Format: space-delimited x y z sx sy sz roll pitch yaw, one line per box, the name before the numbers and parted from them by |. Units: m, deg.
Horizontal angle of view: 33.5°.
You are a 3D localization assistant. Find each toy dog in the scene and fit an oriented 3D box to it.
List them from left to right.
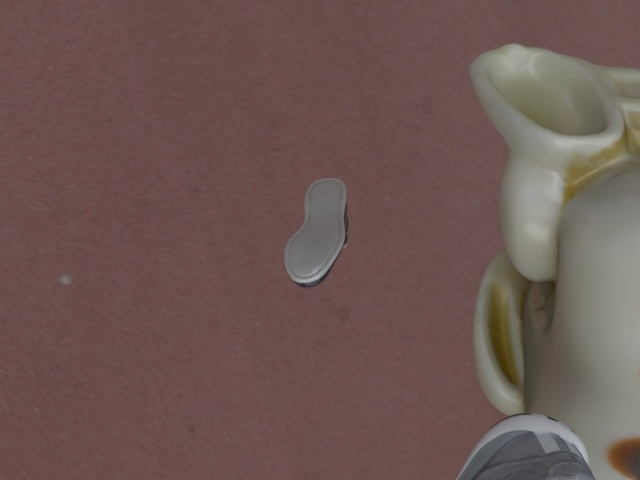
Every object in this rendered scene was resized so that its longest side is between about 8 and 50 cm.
toy dog | 0.255 0.111 0.748 0.284 0.395 0.408 -3 122 -7

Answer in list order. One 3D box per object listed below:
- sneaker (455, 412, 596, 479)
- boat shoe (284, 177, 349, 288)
sneaker | 0.074 0.202 0.544 0.086 0.132 0.229 26 94 -4
boat shoe | 0.000 0.000 0.848 0.046 0.125 0.038 -4 128 10
